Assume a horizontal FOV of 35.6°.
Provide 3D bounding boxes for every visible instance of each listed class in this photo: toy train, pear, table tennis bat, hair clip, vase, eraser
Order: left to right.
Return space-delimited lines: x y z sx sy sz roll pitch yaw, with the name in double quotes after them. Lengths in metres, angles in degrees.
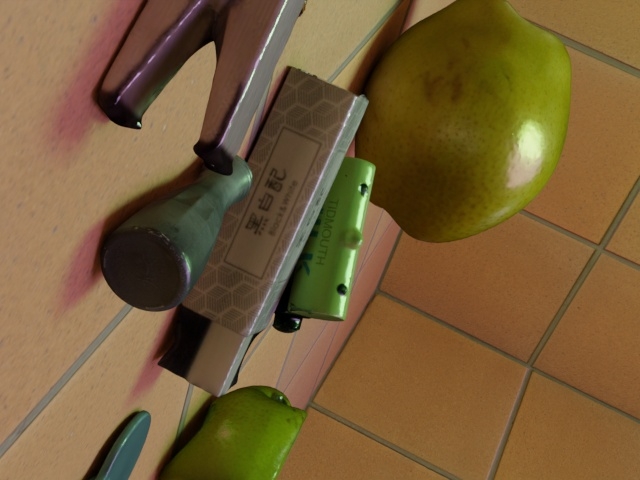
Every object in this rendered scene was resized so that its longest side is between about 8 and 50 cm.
-0.261 0.294 1.215 0.244 0.040 0.152 -46 160 -76 "table tennis bat"
-0.125 -0.021 0.954 0.214 0.086 0.086 -59 172 -58 "vase"
-0.141 0.354 1.684 0.281 0.176 0.286 -60 176 -37 "pear"
-0.049 -0.220 0.756 0.330 0.101 0.085 -65 168 -6 "hair clip"
-0.071 -0.012 1.231 0.403 0.098 0.096 -65 171 6 "eraser"
0.000 0.000 1.318 0.157 0.105 0.253 -1 -107 52 "toy train"
0.241 -0.199 1.693 0.418 0.362 0.362 -59 172 6 "pear"

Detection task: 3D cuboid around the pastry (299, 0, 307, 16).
-0.025 -0.259 0.906 0.087 0.063 0.169 120 -5 -68 "pastry"
